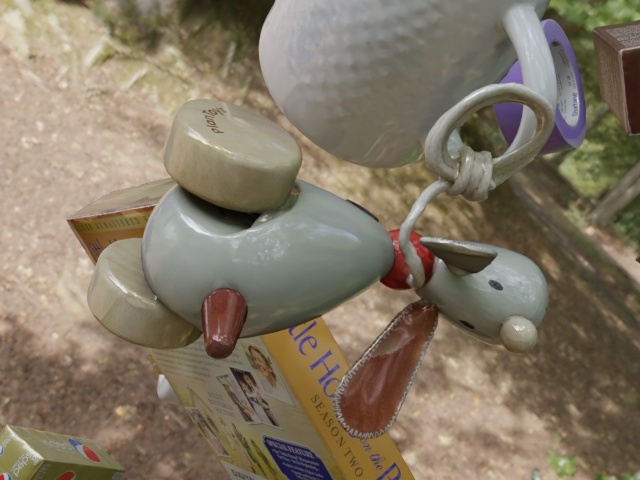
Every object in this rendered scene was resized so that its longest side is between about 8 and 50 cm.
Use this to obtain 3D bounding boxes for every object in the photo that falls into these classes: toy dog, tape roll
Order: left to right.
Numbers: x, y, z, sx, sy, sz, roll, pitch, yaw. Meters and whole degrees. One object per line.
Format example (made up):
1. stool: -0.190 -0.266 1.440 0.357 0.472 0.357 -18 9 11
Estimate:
1. toy dog: 0.022 0.031 0.618 0.334 0.220 0.161 -4 39 -14
2. tape roll: 0.314 -0.216 1.384 0.189 0.080 0.189 23 62 -53

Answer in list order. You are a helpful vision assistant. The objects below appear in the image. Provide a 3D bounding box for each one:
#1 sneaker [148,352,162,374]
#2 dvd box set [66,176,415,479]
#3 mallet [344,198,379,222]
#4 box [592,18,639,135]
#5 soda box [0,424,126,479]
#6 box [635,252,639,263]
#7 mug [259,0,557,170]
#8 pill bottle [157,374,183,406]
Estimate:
1. sneaker: -0.206 0.140 1.258 0.037 0.032 0.083 31 29 -51
2. dvd box set: -0.063 0.134 0.896 0.308 0.062 0.420 -5 -62 59
3. mallet: 0.000 0.000 1.387 0.190 0.039 0.062 -31 58 -31
4. box: 0.559 -0.279 1.551 0.381 0.191 0.143 -62 142 -68
5. soda box: -0.283 0.245 1.024 0.061 0.058 0.181 34 -5 22
6. box: 0.563 0.022 1.063 0.312 0.179 0.343 38 -6 12
7. mug: 0.134 -0.238 1.078 0.276 0.328 0.374 -16 72 -32
8. pill bottle: -0.125 0.223 1.585 0.264 0.146 0.146 16 20 -13
